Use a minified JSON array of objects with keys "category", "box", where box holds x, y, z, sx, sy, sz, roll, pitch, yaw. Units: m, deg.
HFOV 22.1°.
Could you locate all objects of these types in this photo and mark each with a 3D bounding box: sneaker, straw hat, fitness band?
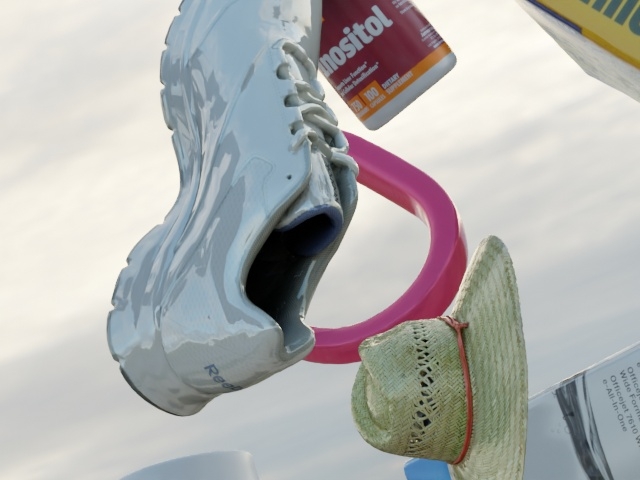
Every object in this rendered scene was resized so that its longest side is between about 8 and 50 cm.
[{"category":"sneaker","box":[-0.027,-0.044,0.948,0.129,0.297,0.111,-12,-27,43]},{"category":"straw hat","box":[0.046,0.066,0.727,0.061,0.145,0.144,2,-15,-8]},{"category":"fitness band","box":[0.000,0.000,1.462,0.209,0.291,0.054,-40,-44,-18]}]

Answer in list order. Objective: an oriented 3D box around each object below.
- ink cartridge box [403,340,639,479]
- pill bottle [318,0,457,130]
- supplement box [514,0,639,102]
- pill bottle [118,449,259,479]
[{"category":"ink cartridge box","box":[0.249,0.145,1.148,0.223,0.129,0.307,-5,-21,-44]},{"category":"pill bottle","box":[0.022,-0.161,1.186,0.086,0.152,0.086,-40,2,2]},{"category":"supplement box","box":[0.321,-0.223,1.453,0.195,0.194,0.356,-57,-25,5]},{"category":"pill bottle","box":[-0.070,0.254,1.091,0.119,0.209,0.119,-14,-18,-4]}]
